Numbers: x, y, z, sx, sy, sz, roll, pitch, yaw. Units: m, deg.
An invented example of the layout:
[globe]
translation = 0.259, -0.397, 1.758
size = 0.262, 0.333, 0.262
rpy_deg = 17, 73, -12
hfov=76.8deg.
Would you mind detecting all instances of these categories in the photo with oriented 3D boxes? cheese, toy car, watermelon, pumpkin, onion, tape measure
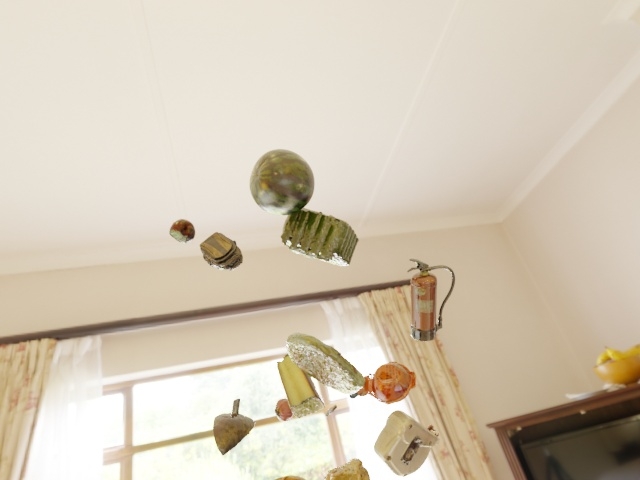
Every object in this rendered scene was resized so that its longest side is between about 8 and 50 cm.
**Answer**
[cheese]
translation = 0.284, 0.666, 1.881
size = 0.330, 0.216, 0.129
rpy_deg = -17, -55, 22
[toy car]
translation = 0.053, 0.888, 2.103
size = 0.041, 0.025, 0.093
rpy_deg = -16, -32, -54
[watermelon]
translation = -0.164, -0.248, 1.726
size = 0.286, 0.284, 0.285
rpy_deg = -11, -30, -6
[pumpkin]
translation = -0.444, 0.938, 2.066
size = 0.169, 0.148, 0.312
rpy_deg = -31, 4, -6
[onion]
translation = -0.637, -0.048, 1.882
size = 0.119, 0.118, 0.117
rpy_deg = -17, -49, 5
[tape measure]
translation = 0.378, 0.895, 1.778
size = 0.258, 0.265, 0.130
rpy_deg = 43, -16, -28

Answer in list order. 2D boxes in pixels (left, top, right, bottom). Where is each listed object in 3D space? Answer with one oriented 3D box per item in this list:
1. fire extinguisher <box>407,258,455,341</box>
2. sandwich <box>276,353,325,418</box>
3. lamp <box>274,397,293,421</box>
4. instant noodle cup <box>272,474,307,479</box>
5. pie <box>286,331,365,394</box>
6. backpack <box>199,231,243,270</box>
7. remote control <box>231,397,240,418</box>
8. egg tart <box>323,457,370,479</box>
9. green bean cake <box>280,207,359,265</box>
[fire extinguisher]
translation = 0.479, 0.244, 1.775
size = 0.201, 0.113, 0.375
rpy_deg = -13, -71, -22
[sandwich]
translation = -0.088, 0.578, 1.624
size = 0.122, 0.235, 0.128
rpy_deg = -26, -47, -6
[lamp]
translation = -0.177, 0.825, 1.967
size = 0.093, 0.107, 0.107
rpy_deg = 2, -34, -34
[instant noodle cup]
translation = -0.082, 0.796, 1.112
size = 0.216, 0.215, 0.172
rpy_deg = -7, -5, -13
[pie]
translation = 0.012, 0.421, 1.400
size = 0.324, 0.070, 0.323
rpy_deg = 26, -35, 20
[backpack]
translation = -0.564, 0.078, 2.347
size = 0.206, 0.258, 0.133
rpy_deg = -46, -34, -20
[remote control]
translation = -0.369, 0.723, 1.747
size = 0.039, 0.096, 0.014
rpy_deg = -26, -66, 7
[egg tart]
translation = 0.068, 0.966, 1.489
size = 0.129, 0.341, 0.341
rpy_deg = 23, -40, -8
[green bean cake]
translation = 0.000, 0.000, 1.922
size = 0.335, 0.217, 0.319
rpy_deg = 20, -9, 23
